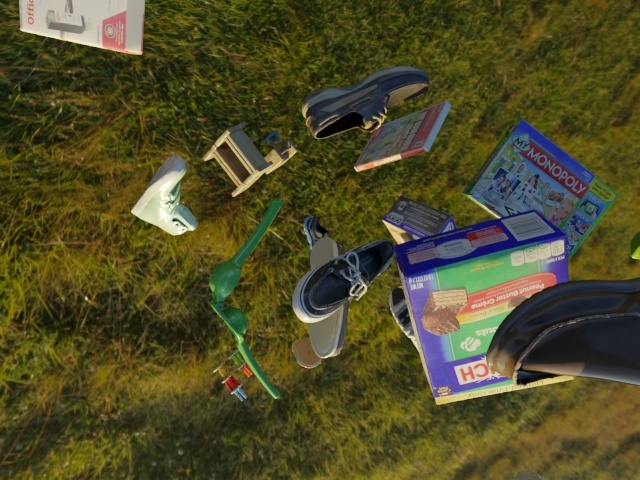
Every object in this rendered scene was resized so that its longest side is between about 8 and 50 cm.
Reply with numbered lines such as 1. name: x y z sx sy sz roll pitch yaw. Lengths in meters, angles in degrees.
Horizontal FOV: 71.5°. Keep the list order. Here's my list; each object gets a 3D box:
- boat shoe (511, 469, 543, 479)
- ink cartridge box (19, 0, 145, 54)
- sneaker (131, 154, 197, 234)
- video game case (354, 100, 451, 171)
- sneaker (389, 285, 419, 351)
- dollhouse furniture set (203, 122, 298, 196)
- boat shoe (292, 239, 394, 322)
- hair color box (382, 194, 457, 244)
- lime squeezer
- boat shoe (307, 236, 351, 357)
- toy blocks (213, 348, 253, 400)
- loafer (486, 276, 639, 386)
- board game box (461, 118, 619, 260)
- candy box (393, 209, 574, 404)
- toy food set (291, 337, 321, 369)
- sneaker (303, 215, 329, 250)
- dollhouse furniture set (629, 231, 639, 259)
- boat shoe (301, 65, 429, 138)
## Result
1. boat shoe: 0.351 0.449 0.642 0.079 0.228 0.081 -40 106 17
2. ink cartridge box: -0.485 -0.487 0.908 0.217 0.092 0.159 11 110 -1
3. sneaker: -0.345 -0.102 1.082 0.151 0.255 0.094 34 50 -23
4. video game case: 0.248 -0.318 1.375 0.025 0.285 0.204 45 60 -27
5. sneaker: 0.298 0.271 1.315 0.110 0.292 0.118 -31 162 -11
6. dollhouse furniture set: -0.182 -0.227 1.170 0.129 0.128 0.183 53 40 -5
7. boat shoe: 0.067 0.083 1.023 0.306 0.104 0.113 -25 86 -40
8. hair color box: 0.342 0.018 1.373 0.110 0.185 0.339 -51 138 -10
9. lime squeezer: -0.115 0.095 0.674 0.109 0.058 0.311 -4 96 -43
10. boat shoe: 0.035 0.152 1.179 0.116 0.325 0.096 -24 145 34
11. toy blocks: -0.289 0.480 1.577 0.123 0.054 0.148 -41 87 0
12. loafer: 0.409 0.129 0.598 0.365 0.130 0.134 -13 127 -4
13. board game box: 0.535 -0.113 1.083 0.317 0.046 0.214 33 99 -10
14. candy box: 0.305 0.134 0.827 0.267 0.122 0.318 -15 117 8
15. toy food set: -0.034 0.301 1.184 0.083 0.083 0.020 -2 151 -24
16. sneaker: 0.000 0.000 1.574 0.078 0.067 0.188 -15 111 14
17. dollhouse furniture set: 0.734 -0.043 0.785 0.197 0.151 0.302 15 129 9
18. boat shoe: 0.128 -0.361 1.218 0.354 0.131 0.132 -14 165 14
